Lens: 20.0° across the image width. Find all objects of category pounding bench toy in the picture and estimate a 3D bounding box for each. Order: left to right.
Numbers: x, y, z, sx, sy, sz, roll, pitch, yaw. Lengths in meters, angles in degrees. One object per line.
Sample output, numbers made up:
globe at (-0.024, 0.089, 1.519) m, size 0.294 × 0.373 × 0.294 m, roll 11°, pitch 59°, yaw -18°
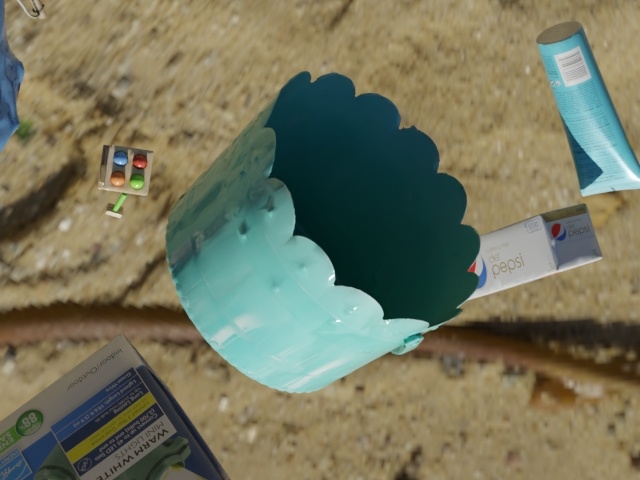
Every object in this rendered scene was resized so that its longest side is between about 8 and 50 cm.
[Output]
pounding bench toy at (-0.227, -0.066, 2.102) m, size 0.052 × 0.065 × 0.083 m, roll 8°, pitch 92°, yaw -15°

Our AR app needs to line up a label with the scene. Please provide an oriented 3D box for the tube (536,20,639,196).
tube at (0.296, -0.140, 2.014) m, size 0.080 × 0.052 × 0.207 m, roll -6°, pitch 119°, yaw 34°

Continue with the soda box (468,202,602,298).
soda box at (0.223, 0.017, 2.092) m, size 0.216 × 0.074 × 0.069 m, roll -21°, pitch 84°, yaw 56°

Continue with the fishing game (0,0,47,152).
fishing game at (-0.286, -0.125, 1.413) m, size 0.041 × 0.264 × 0.189 m, roll 4°, pitch 147°, yaw 20°

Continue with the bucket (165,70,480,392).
bucket at (0.000, 0.000, 1.738) m, size 0.281 × 0.281 × 0.183 m, roll 44°, pitch 126°, yaw -12°

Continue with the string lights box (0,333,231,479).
string lights box at (-0.104, 0.190, 1.096) m, size 0.133 × 0.260 × 0.077 m, roll -37°, pitch 137°, yaw -4°
